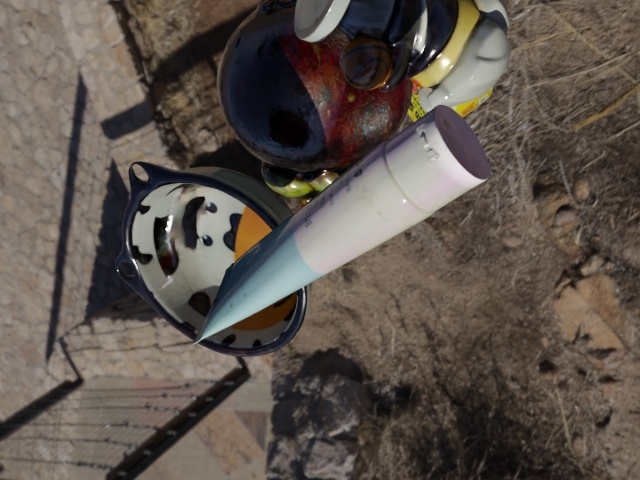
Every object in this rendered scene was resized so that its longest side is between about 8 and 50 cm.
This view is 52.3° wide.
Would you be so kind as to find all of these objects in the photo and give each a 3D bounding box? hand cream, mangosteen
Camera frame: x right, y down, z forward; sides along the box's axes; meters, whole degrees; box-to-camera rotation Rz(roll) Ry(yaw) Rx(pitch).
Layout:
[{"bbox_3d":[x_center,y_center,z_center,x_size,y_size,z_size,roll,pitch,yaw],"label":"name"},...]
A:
[{"bbox_3d":[0.000,0.000,0.573,0.070,0.111,0.312,41,129,-20],"label":"hand cream"},{"bbox_3d":[0.001,-0.218,1.033,0.306,0.306,0.359,5,132,34],"label":"mangosteen"}]

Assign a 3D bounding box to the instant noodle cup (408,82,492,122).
[{"bbox_3d":[0.265,-0.328,1.377,0.182,0.144,0.182,58,172,13],"label":"instant noodle cup"}]

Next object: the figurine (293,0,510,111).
[{"bbox_3d":[0.101,-0.228,0.714,0.133,0.236,0.176,-25,57,59],"label":"figurine"}]

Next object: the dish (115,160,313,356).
[{"bbox_3d":[-0.123,0.012,0.875,0.303,0.120,0.303,13,124,21],"label":"dish"}]
